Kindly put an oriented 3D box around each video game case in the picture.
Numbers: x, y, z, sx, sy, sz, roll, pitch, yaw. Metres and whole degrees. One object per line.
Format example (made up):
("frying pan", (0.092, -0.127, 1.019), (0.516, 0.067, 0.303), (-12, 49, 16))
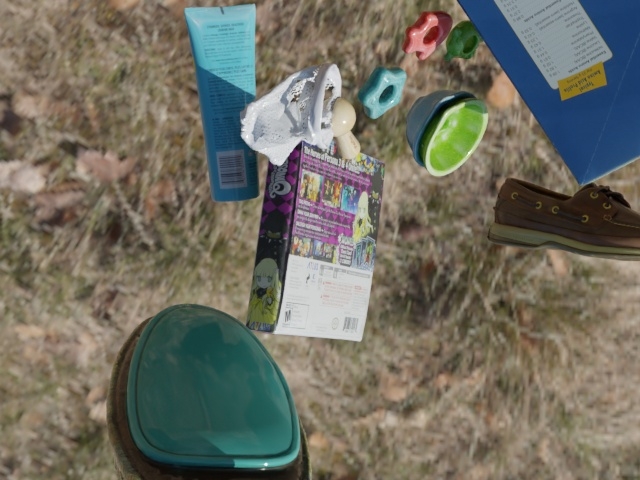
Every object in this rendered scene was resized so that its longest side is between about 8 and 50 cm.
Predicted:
("video game case", (0.000, 0.000, 1.439), (0.042, 0.232, 0.210), (7, 88, 24))

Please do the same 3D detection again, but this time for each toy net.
("toy net", (0.044, -0.100, 0.956), (0.045, 0.232, 0.122), (42, 123, 30))

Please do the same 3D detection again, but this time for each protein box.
("protein box", (0.226, -0.184, 0.946), (0.200, 0.136, 0.201), (-29, 101, 35))

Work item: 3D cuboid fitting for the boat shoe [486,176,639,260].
("boat shoe", (0.219, -0.017, 1.085), (0.178, 0.064, 0.060), (8, 94, 32))

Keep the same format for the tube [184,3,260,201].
("tube", (-0.099, -0.146, 1.434), (0.080, 0.052, 0.207), (-11, 104, -31))

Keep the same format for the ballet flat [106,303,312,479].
("ballet flat", (-0.056, 0.160, 0.729), (0.123, 0.348, 0.123), (-8, 119, -14))
